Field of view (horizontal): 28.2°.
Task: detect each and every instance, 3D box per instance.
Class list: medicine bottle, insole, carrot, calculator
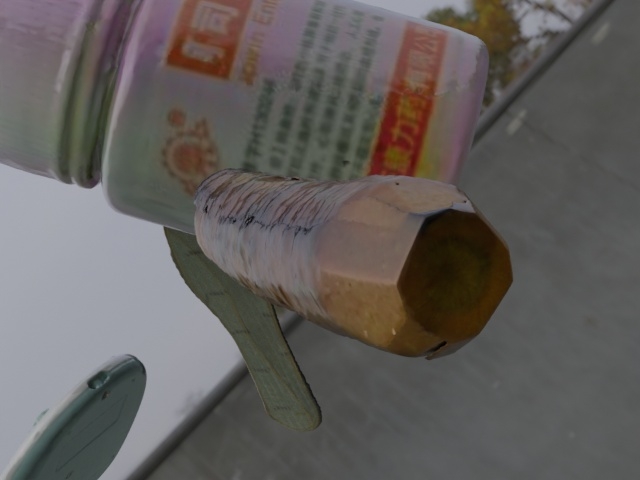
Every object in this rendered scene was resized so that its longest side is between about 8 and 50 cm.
[{"bbox_3d":[-0.075,-0.109,1.038,0.219,0.388,0.219,16,-90,-88],"label":"medicine bottle"},{"bbox_3d":[-0.092,0.099,1.542,0.119,0.348,0.009,-5,32,38],"label":"insole"},{"bbox_3d":[0.000,0.000,0.556,0.070,0.070,0.260,-46,18,-10],"label":"carrot"},{"bbox_3d":[-0.245,0.210,1.221,0.184,0.042,0.295,-40,-13,-42],"label":"calculator"}]
